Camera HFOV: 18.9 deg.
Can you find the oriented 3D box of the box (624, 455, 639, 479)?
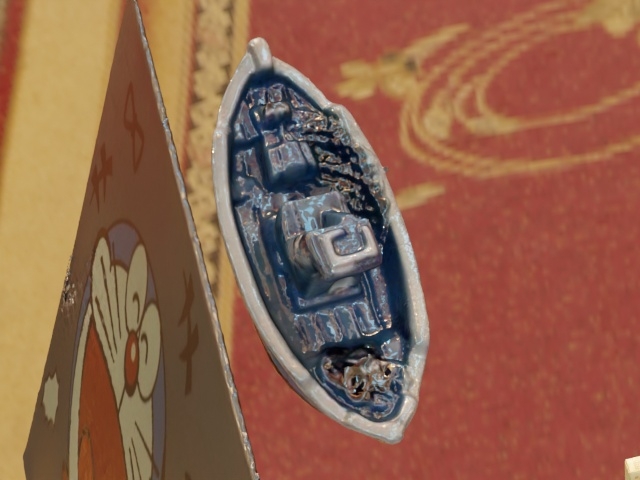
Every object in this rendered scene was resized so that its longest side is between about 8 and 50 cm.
[{"bbox_3d":[0.261,0.166,1.354,0.093,0.058,0.015,-13,47,-1],"label":"box"}]

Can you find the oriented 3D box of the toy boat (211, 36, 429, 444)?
[{"bbox_3d":[0.000,0.000,1.346,0.129,0.142,0.309,-14,73,-16],"label":"toy boat"}]

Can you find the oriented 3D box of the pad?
[{"bbox_3d":[-0.039,0.080,0.416,0.006,0.170,0.245,4,40,-19],"label":"pad"}]
